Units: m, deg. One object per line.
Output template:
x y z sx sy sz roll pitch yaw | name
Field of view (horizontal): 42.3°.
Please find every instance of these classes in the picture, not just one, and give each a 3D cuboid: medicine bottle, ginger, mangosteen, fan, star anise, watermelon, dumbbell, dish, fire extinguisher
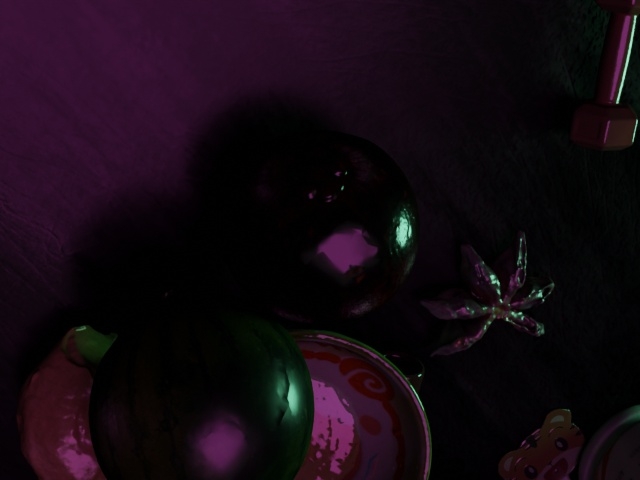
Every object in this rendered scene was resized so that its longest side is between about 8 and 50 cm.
0.568 0.412 1.257 0.202 0.316 0.202 -9 114 -20 | medicine bottle
-0.274 0.233 0.976 0.152 0.138 0.267 -8 110 -22 | ginger
0.000 0.000 0.936 0.228 0.228 0.265 -20 148 -11 | mangosteen
0.388 0.376 1.355 0.152 0.008 0.227 -42 120 -1 | fan
0.234 0.077 1.135 0.207 0.063 0.172 -8 114 -17 | star anise
-0.123 0.176 0.867 0.242 0.242 0.242 -8 115 -17 | watermelon
0.370 -0.228 1.040 0.082 0.092 0.231 -19 122 -43 | dumbbell
-0.027 0.257 1.069 0.324 0.124 0.324 0 99 -2 | dish
0.083 0.275 1.148 0.071 0.099 0.231 14 108 3 | fire extinguisher
